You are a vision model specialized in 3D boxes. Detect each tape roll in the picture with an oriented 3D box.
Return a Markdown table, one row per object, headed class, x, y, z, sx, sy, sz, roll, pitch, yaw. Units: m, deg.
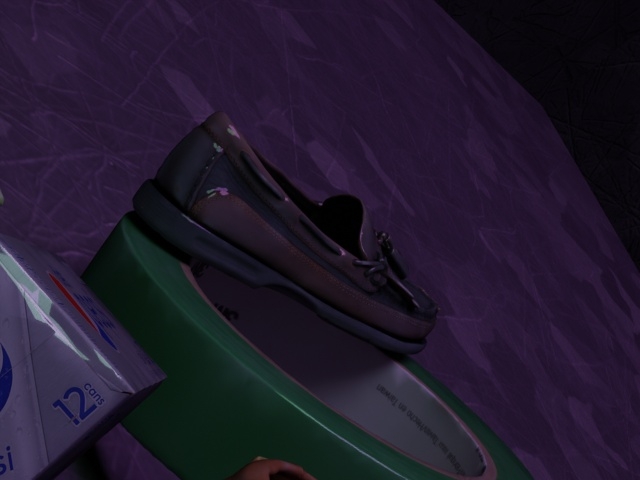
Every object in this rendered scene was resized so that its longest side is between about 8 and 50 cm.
| class | x | y | z | sx | sy | sz | roll | pitch | yaw |
| --- | --- | --- | --- | --- | --- | --- | --- | --- | --- |
| tape roll | -0.009 | 0.104 | 1.190 | 0.321 | 0.077 | 0.321 | 35 | 9 | -6 |

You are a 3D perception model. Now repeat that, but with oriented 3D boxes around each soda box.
| class | x | y | z | sx | sy | sz | roll | pitch | yaw |
| --- | --- | --- | --- | --- | --- | --- | --- | --- | --- |
| soda box | -0.139 | 0.063 | 0.872 | 0.091 | 0.098 | 0.286 | 49 | -3 | 1 |

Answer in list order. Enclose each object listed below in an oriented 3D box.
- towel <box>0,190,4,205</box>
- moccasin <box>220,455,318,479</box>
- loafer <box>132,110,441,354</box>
| class | x | y | z | sx | sy | sz | roll | pitch | yaw |
| --- | --- | --- | --- | --- | --- | --- | --- | --- | --- |
| towel | -0.259 | -0.089 | 1.182 | 0.113 | 0.023 | 0.152 | 23 | 35 | -57 |
| moccasin | 0.059 | 0.201 | 0.976 | 0.380 | 0.147 | 0.139 | 36 | 23 | -37 |
| loafer | 0.000 | 0.000 | 1.237 | 0.267 | 0.084 | 0.096 | 26 | 11 | -45 |
